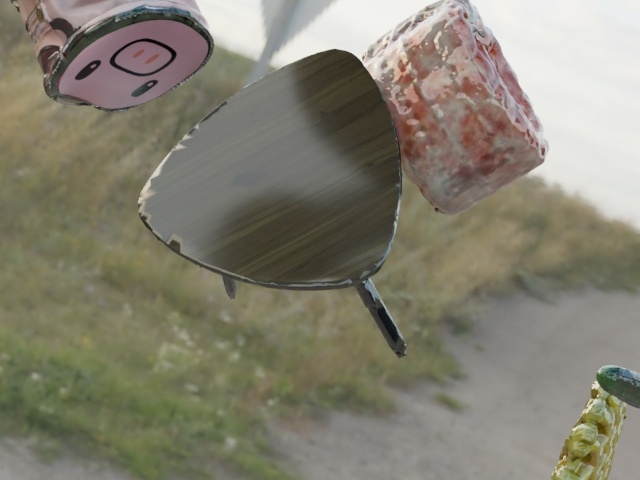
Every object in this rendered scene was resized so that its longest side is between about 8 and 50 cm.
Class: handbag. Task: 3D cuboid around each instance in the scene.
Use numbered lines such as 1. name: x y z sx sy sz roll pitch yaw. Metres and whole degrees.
1. handbag: -0.204 -0.221 1.433 0.116 0.179 0.205 64 21 15

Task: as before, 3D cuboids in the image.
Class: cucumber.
1. cucumber: 0.324 0.151 1.443 0.033 0.036 0.184 13 -4 41

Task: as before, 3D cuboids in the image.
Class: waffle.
1. waffle: 0.293 0.275 1.651 0.051 0.291 0.291 18 4 17

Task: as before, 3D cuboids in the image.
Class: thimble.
1. thimble: 0.163 -0.166 1.755 0.239 0.162 0.239 53 18 -25

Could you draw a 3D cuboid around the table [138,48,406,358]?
1. table: 0.000 0.000 1.707 0.317 0.317 0.249 23 -20 29
